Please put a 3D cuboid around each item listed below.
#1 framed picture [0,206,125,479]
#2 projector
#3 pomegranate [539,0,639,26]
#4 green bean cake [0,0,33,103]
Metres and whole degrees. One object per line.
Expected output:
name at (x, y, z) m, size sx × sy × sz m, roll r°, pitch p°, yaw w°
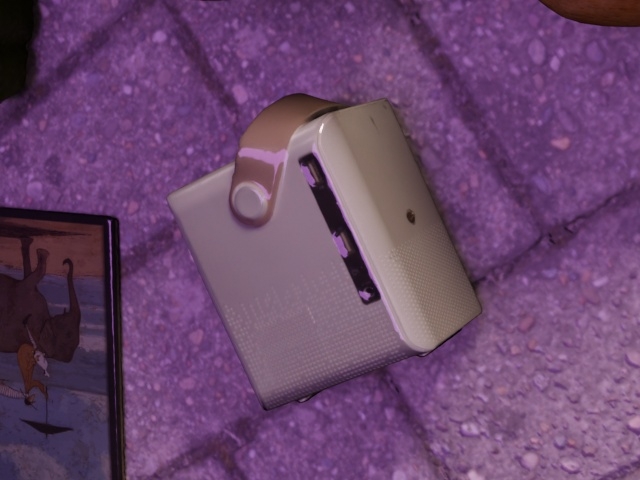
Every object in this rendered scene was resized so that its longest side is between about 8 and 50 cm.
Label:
framed picture at (-0.318, 0.135, 1.304) m, size 0.265 × 0.016 × 0.347 m, roll 6°, pitch 102°, yaw 26°
projector at (0.000, 0.000, 1.033) m, size 0.177 × 0.163 × 0.242 m, roll -23°, pitch 92°, yaw 28°
pomegranate at (0.224, -0.275, 0.815) m, size 0.281 × 0.281 × 0.281 m, roll 5°, pitch 101°, yaw 27°
green bean cake at (-0.462, -0.284, 1.195) m, size 0.335 × 0.218 × 0.319 m, roll 5°, pitch 101°, yaw 25°
